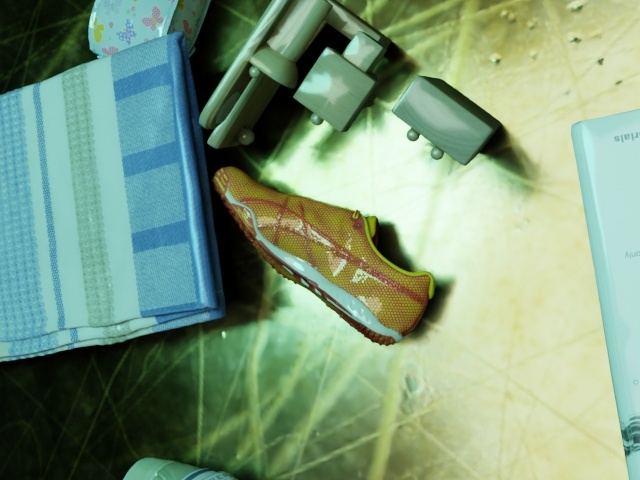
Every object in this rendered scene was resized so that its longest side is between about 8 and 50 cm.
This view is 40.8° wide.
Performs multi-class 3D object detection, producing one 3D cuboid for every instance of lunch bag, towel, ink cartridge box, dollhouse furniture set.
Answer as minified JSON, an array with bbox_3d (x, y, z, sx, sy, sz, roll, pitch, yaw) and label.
[{"bbox_3d":[-0.127,-0.167,0.637,0.071,0.053,0.083,15,83,20],"label":"lunch bag"},{"bbox_3d":[-0.197,-0.018,0.649,0.285,0.034,0.209,-13,82,29],"label":"towel"},{"bbox_3d":[0.198,0.061,0.423,0.100,0.172,0.237,-10,83,22],"label":"ink cartridge box"},{"bbox_3d":[0.013,-0.067,0.539,0.151,0.144,0.123,37,106,5],"label":"dollhouse furniture set"}]

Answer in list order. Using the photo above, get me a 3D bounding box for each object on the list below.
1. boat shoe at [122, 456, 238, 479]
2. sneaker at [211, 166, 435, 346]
[{"bbox_3d":[-0.121,0.299,0.592,0.094,0.109,0.302,12,82,38],"label":"boat shoe"},{"bbox_3d":[0.000,0.000,0.580,0.175,0.064,0.067,37,79,16],"label":"sneaker"}]
